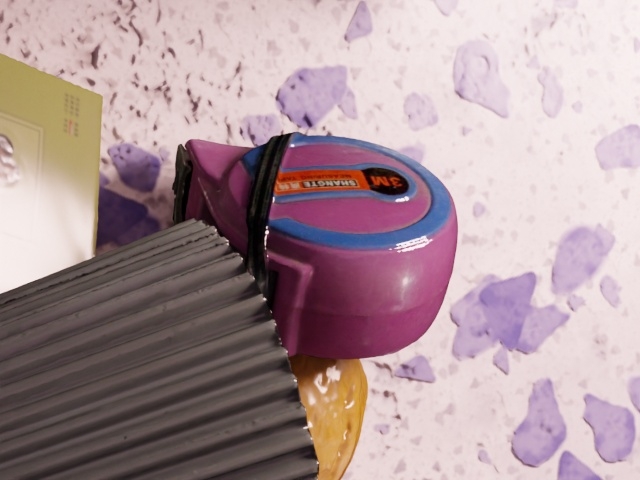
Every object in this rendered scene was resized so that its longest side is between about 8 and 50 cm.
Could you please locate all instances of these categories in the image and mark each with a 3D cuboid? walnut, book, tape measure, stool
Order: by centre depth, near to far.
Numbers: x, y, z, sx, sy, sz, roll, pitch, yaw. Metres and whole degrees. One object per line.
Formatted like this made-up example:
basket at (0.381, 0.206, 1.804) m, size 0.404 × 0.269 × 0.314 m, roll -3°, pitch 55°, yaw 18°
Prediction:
stool at (-0.204, 0.170, 1.516) m, size 0.330 × 0.297 × 0.297 m, roll -18°, pitch 98°, yaw -18°
book at (-0.332, -0.067, 1.592) m, size 0.352 × 0.035 × 0.239 m, roll 21°, pitch 59°, yaw -39°
tape measure at (0.000, 0.000, 1.721) m, size 0.231 × 0.245 × 0.149 m, roll 1°, pitch 123°, yaw -18°
walnut at (-0.030, 0.162, 1.752) m, size 0.144 × 0.144 × 0.180 m, roll 16°, pitch 88°, yaw -20°
